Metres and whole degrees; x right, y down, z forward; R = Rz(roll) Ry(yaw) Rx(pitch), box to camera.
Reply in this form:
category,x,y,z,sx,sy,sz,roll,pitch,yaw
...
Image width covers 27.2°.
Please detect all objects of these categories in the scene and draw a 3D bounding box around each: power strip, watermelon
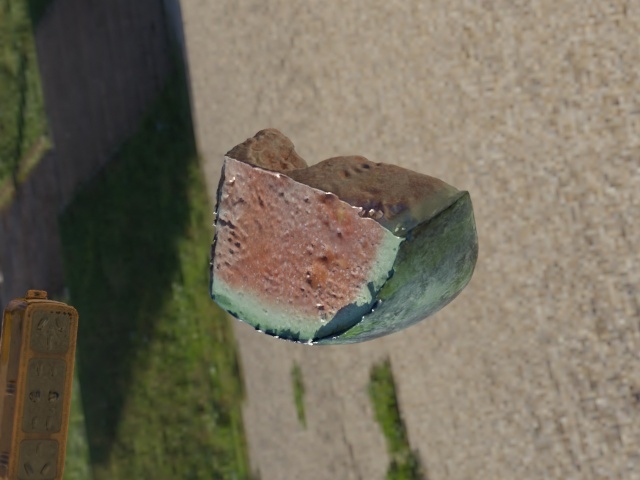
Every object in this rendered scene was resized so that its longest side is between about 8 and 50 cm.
category,x,y,z,sx,sy,sz,roll,pitch,yaw
power strip,-0.203,0.124,0.934,0.028,0.049,0.178,3,87,48
watermelon,0.000,0.000,1.197,0.226,0.148,0.318,58,153,-6
